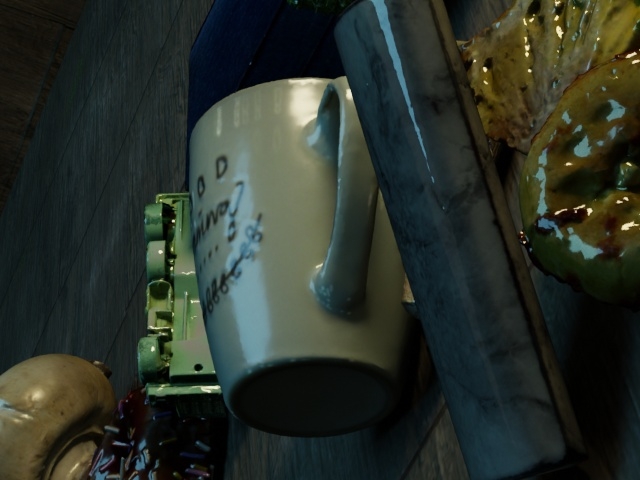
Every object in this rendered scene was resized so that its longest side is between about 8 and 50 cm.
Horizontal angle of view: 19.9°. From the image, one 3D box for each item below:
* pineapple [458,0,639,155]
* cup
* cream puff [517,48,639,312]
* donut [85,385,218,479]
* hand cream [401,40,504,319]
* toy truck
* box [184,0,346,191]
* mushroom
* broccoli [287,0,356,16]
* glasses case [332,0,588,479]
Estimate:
[{"bbox_3d":[0.163,-0.102,1.096,0.236,0.114,0.186,133,148,-53],"label":"pineapple"},{"bbox_3d":[0.000,0.000,1.373,0.258,0.186,0.234,113,159,-54],"label":"cup"},{"bbox_3d":[0.178,-0.027,0.974,0.149,0.084,0.149,-13,62,26],"label":"cream puff"},{"bbox_3d":[-0.179,0.242,1.867,0.230,0.096,0.216,126,156,-47],"label":"donut"},{"bbox_3d":[0.093,-0.041,1.326,0.084,0.084,0.203,170,112,-72],"label":"hand cream"},{"bbox_3d":[-0.112,0.074,1.833,0.260,0.128,0.135,-92,0,-46],"label":"toy truck"},{"bbox_3d":[-0.039,-0.207,1.842,0.279,0.116,0.261,-96,29,-53],"label":"box"},{"bbox_3d":[-0.334,0.250,2.206,0.184,0.255,0.255,29,105,29],"label":"mushroom"},{"bbox_3d":[0.027,-0.325,1.568,0.261,0.241,0.269,-15,73,41],"label":"broccoli"},{"bbox_3d":[0.081,-0.003,1.090,0.114,0.060,0.299,140,114,-72],"label":"glasses case"}]
